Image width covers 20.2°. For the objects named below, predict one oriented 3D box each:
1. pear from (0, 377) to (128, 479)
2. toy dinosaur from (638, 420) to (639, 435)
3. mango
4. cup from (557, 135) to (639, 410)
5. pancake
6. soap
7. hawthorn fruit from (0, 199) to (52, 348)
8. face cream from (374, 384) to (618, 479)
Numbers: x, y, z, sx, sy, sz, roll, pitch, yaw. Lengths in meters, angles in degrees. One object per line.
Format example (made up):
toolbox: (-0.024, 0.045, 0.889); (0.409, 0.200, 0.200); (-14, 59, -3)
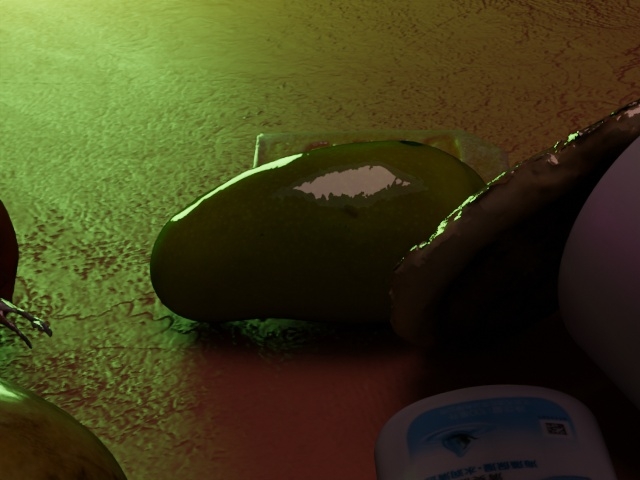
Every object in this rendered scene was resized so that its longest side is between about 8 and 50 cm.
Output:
pear: (-0.243, 0.208, 0.979); (0.304, 0.304, 0.304); (-2, 29, 1)
toy dinosaur: (0.286, 0.118, 1.364); (0.060, 0.029, 0.120); (9, 33, 32)
mango: (0.000, 0.000, 1.473); (0.293, 0.175, 0.143); (-10, 61, 8)
cup: (0.347, 0.077, 1.177); (0.253, 0.253, 0.371); (-15, 41, -22)
pancake: (0.202, -0.024, 1.360); (0.356, 0.356, 0.065); (-20, 67, -28)
soap: (0.055, -0.043, 1.630); (0.232, 0.073, 0.140); (-1, 33, 2)
hawthorn fruit: (-0.332, 0.013, 1.446); (0.299, 0.211, 0.211); (22, 36, 17)
face cream: (0.125, 0.211, 1.150); (0.163, 0.080, 0.336); (-6, 28, 0)
